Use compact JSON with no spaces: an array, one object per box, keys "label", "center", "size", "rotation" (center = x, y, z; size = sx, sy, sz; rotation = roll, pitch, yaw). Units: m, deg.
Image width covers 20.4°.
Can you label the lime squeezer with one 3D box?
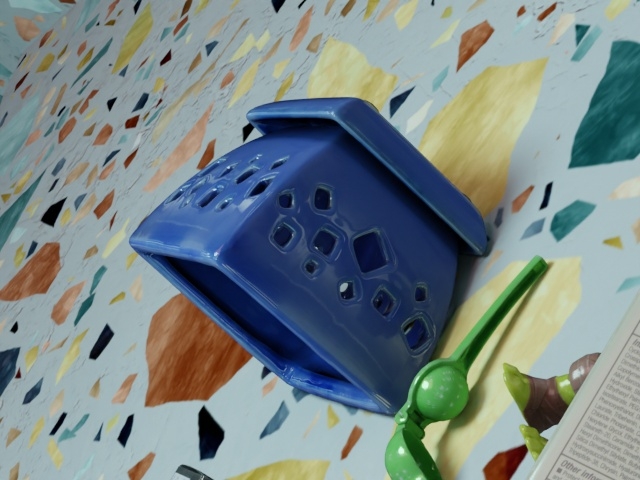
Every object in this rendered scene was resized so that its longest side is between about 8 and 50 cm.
[{"label":"lime squeezer","center":[0.106,0.141,1.447],"size":[0.110,0.059,0.310],"rotation":[-30,33,46]}]

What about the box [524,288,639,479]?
[{"label":"box","center":[0.267,0.069,1.064],"size":[0.148,0.121,0.311],"rotation":[27,78,34]}]

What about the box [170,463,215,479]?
[{"label":"box","center":[-0.090,0.323,1.419],"size":[0.231,0.183,0.056],"rotation":[-60,24,-11]}]

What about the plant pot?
[{"label":"plant pot","center":[0.000,0.000,1.638],"size":[0.212,0.236,0.236],"rotation":[-53,21,-14]}]

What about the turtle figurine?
[{"label":"turtle figurine","center":[0.238,0.081,1.212],"size":[0.217,0.087,0.269],"rotation":[-25,48,12]}]
